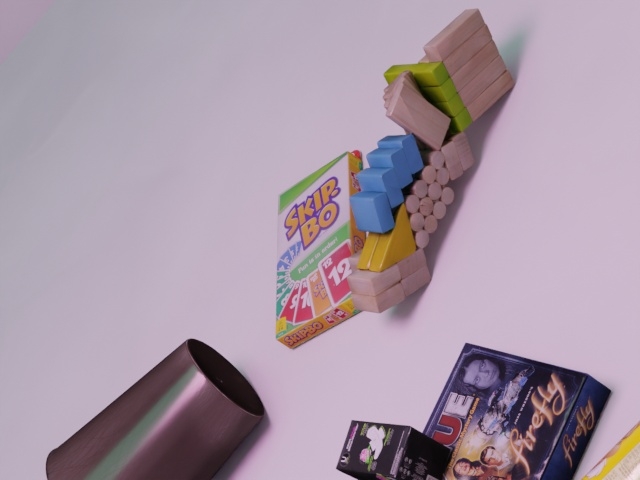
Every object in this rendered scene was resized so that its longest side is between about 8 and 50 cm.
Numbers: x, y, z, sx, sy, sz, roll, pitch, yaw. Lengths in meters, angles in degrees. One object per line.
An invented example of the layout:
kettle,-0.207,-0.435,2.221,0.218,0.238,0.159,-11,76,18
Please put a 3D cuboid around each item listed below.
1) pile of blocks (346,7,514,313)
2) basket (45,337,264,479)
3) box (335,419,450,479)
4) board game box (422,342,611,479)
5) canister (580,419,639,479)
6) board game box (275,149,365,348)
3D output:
pile of blocks,0.086,-0.095,1.434,0.113,0.149,0.362,5,66,51
basket,-0.189,0.237,1.490,0.227,0.154,0.204,-46,33,7
box,0.068,0.207,1.199,0.083,0.062,0.052,-2,61,49
board game box,0.150,0.224,1.181,0.165,0.042,0.243,10,69,53
canister,0.299,0.164,0.982,0.170,0.126,0.073,-48,35,12
board game box,0.000,0.000,1.562,0.124,0.039,0.259,-31,38,30
